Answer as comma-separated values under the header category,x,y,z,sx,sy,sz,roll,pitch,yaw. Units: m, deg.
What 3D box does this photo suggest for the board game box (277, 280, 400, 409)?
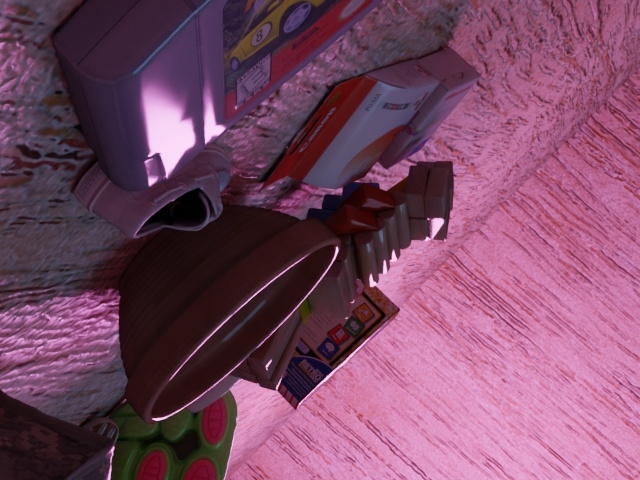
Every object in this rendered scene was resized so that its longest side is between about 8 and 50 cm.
category,x,y,z,sx,sy,sz,roll,pitch,yaw
board game box,-0.012,0.108,1.547,0.193,0.147,0.045,-40,169,-21

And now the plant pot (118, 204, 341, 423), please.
category,x,y,z,sx,sy,sz,roll,pitch,yaw
plant pot,-0.102,0.045,1.033,0.237,0.110,0.237,-42,169,-10

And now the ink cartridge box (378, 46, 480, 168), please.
category,x,y,z,sx,sy,sz,roll,pitch,yaw
ink cartridge box,0.107,-0.146,1.256,0.122,0.052,0.088,-50,169,35

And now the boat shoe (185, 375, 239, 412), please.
category,x,y,z,sx,sy,sz,roll,pitch,yaw
boat shoe,-0.102,0.098,1.359,0.227,0.081,0.079,-50,-164,-1

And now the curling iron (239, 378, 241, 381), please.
category,x,y,z,sx,sy,sz,roll,pitch,yaw
curling iron,-0.093,0.176,1.708,0.274,0.035,0.068,-38,167,-22

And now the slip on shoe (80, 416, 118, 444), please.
category,x,y,z,sx,sy,sz,roll,pitch,yaw
slip on shoe,-0.292,0.258,1.355,0.135,0.051,0.041,-53,-151,4

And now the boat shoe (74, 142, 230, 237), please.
category,x,y,z,sx,sy,sz,roll,pitch,yaw
boat shoe,-0.104,-0.034,0.832,0.066,0.063,0.184,-47,170,13

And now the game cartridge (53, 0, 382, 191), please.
category,x,y,z,sx,sy,sz,roll,pitch,yaw
game cartridge,-0.023,-0.160,0.684,0.294,0.060,0.196,-42,166,-14

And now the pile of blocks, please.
category,x,y,z,sx,sy,sz,roll,pitch,yaw
pile of blocks,0.000,0.000,1.236,0.362,0.149,0.112,-40,149,-19

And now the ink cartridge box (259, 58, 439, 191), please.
category,x,y,z,sx,sy,sz,roll,pitch,yaw
ink cartridge box,0.032,-0.106,1.146,0.145,0.045,0.179,-51,171,31

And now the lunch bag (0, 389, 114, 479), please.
category,x,y,z,sx,sy,sz,roll,pitch,yaw
lunch bag,-0.301,0.277,0.841,0.287,0.169,0.235,-32,136,-57

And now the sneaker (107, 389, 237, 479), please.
category,x,y,z,sx,sy,sz,roll,pitch,yaw
sneaker,-0.241,0.372,1.487,0.202,0.185,0.482,-58,173,-75
